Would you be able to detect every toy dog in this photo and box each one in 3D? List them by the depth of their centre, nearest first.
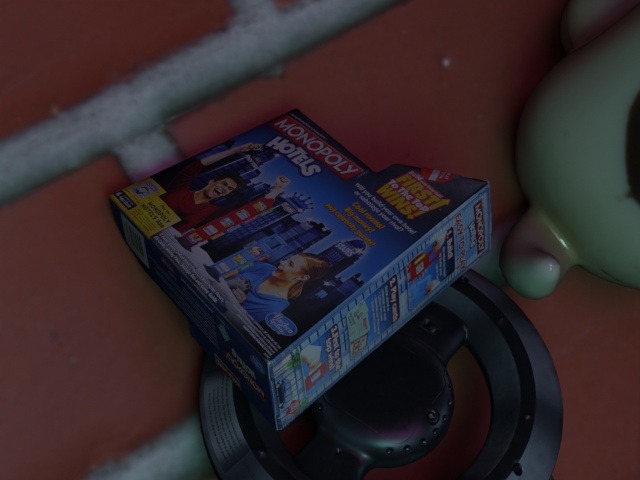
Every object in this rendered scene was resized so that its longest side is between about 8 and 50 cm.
[{"bbox_3d":[0.303,-0.129,0.886,0.395,0.408,0.284,-25,86,-24],"label":"toy dog"}]

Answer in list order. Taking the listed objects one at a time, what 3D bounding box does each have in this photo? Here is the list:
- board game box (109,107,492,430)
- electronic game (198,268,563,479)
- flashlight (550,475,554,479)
[{"bbox_3d":[0.000,0.000,0.889,0.194,0.060,0.194,-26,44,-22],"label":"board game box"},{"bbox_3d":[0.038,0.100,0.892,0.229,0.048,0.229,2,57,-4],"label":"electronic game"},{"bbox_3d":[0.164,0.295,0.899,0.103,0.103,0.304,-23,87,-21],"label":"flashlight"}]
